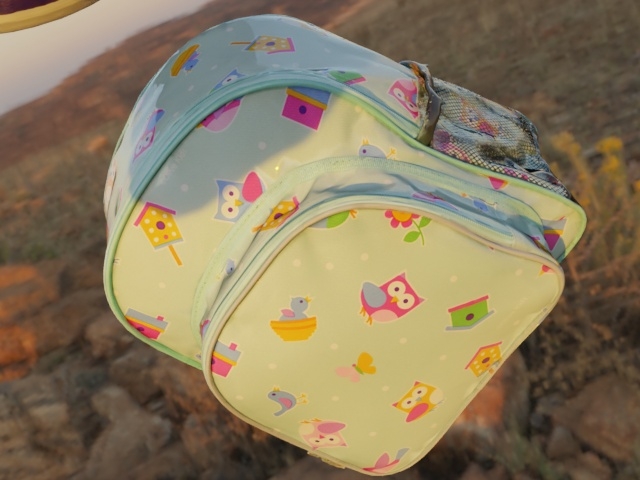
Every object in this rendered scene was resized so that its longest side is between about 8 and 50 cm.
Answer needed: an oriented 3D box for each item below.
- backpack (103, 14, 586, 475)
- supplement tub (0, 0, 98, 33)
[{"bbox_3d":[0.000,0.000,0.495,0.166,0.188,0.144,-54,20,26],"label":"backpack"},{"bbox_3d":[-0.163,-0.256,0.441,0.241,0.241,0.331,-27,-15,-15],"label":"supplement tub"}]
